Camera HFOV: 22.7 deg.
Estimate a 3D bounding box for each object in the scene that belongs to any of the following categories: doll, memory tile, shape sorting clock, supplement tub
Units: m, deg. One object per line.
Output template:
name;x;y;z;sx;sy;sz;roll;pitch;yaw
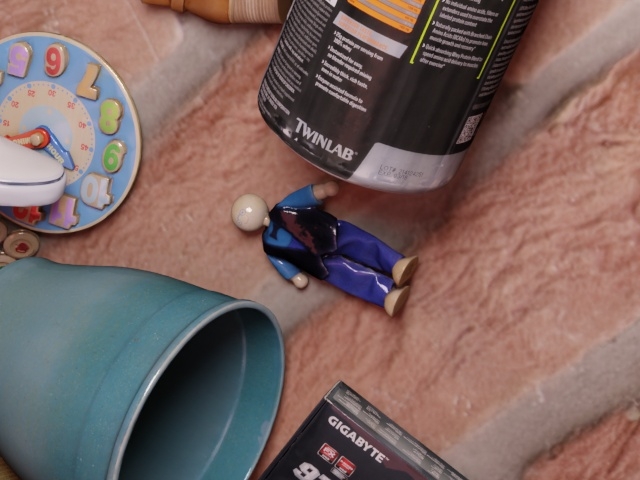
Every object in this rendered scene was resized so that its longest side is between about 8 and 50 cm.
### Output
doll;0.000;0.000;1.531;0.189;0.046;0.129;24;125;16
memory tile;-0.372;0.027;1.656;0.113;0.012;0.148;25;122;-30
shape sorting clock;-0.276;-0.106;1.591;0.206;0.040;0.206;6;112;17
supplement tub;0.084;-0.214;1.340;0.194;0.193;0.316;28;116;8

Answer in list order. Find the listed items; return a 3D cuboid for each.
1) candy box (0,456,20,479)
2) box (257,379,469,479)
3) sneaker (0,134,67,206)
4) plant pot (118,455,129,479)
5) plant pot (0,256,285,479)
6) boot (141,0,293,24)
candy box;-0.400;0.279;1.700;0.183;0.087;0.316;-45;72;27
box;0.051;0.274;1.612;0.220;0.051;0.175;38;117;3
sneaker;-0.364;-0.108;1.527;0.258;0.094;0.091;19;117;-6
plant pot;-0.219;0.263;1.689;0.081;0.081;0.083;-13;117;23
plant pot;-0.214;0.140;1.550;0.255;0.272;0.271;23;116;26
boot;-0.099;-0.293;1.445;0.152;0.073;0.197;11;110;20
